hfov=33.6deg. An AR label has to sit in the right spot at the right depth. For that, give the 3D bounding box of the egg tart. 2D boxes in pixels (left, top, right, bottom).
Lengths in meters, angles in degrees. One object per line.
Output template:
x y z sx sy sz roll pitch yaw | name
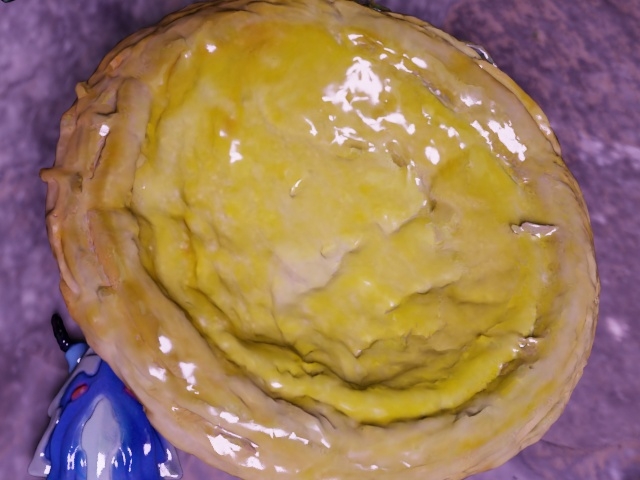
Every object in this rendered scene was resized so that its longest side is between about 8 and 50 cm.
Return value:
0.000 0.000 0.664 0.345 0.132 0.345 6 69 -16 | egg tart

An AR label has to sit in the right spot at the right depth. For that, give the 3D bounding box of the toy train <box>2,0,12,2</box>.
-0.329 -0.181 0.680 0.298 0.120 0.194 -34 92 -14 | toy train

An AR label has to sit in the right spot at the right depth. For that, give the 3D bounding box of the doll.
-0.132 0.109 0.670 0.096 0.070 0.195 2 66 -2 | doll
